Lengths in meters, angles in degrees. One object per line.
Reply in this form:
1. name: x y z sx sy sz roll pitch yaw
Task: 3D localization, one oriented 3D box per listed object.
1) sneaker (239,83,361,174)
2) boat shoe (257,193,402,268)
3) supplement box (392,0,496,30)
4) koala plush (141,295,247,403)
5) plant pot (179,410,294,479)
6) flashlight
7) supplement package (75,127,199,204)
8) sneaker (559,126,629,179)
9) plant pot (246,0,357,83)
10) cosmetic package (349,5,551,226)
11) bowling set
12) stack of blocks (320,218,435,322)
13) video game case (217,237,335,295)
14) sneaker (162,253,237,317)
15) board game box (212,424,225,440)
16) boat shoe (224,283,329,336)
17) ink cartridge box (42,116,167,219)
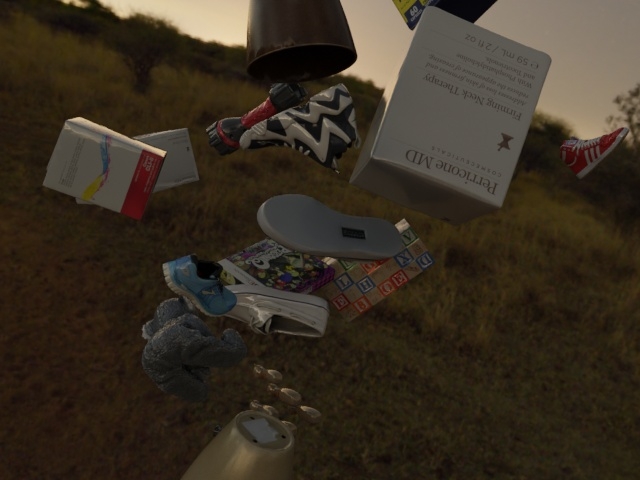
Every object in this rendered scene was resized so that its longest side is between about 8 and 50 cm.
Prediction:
1. sneaker: -0.029 -0.179 1.136 0.235 0.153 0.094 -23 12 15
2. boat shoe: 0.001 -0.008 1.400 0.367 0.135 0.156 8 -24 -31
3. supplement box: 0.304 -0.763 1.713 0.195 0.194 0.356 4 54 -45
4. koala plush: -0.312 0.207 1.340 0.203 0.196 0.221 34 16 -41
5. plant pot: -0.163 0.492 1.209 0.257 0.273 0.256 22 14 -6
6. flashlight: -0.187 -0.354 1.705 0.103 0.304 0.103 46 33 -25
7. supplement package: -0.494 -0.195 1.582 0.204 0.145 0.262 5 21 44
8. sneaker: 0.431 -0.154 0.963 0.042 0.118 0.067 -36 76 -33
9. plant pot: -0.050 -0.449 1.161 0.216 0.230 0.215 -8 -2 0
10. cosmetic package: 0.308 -0.287 1.509 0.330 0.393 0.327 21 -8 -4
11. bowling set: -0.154 0.537 1.885 0.154 0.200 0.287 3 -45 52
12. stack of blocks: 0.142 0.067 1.661 0.171 0.297 0.087 53 8 -15
13. video game case: -0.113 0.079 1.528 0.210 0.041 0.232 33 39 28
14. sneaker: -0.180 0.072 0.978 0.162 0.073 0.063 44 20 -52
15. board game box: -0.159 0.501 1.375 0.186 0.126 0.026 10 20 12
16. boat shoe: -0.116 0.164 1.316 0.268 0.096 0.088 9 50 -1
17. ink cartridge box: -0.389 -0.134 1.102 0.176 0.127 0.128 20 9 -15
